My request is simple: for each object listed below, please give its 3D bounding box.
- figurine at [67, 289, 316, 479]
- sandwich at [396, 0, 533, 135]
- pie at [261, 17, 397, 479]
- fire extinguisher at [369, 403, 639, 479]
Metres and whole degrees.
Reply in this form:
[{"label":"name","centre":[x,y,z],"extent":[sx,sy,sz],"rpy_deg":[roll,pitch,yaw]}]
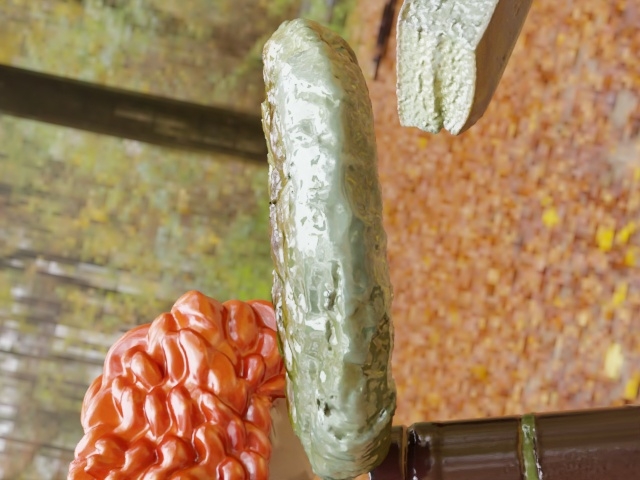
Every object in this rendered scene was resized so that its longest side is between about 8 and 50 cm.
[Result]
[{"label":"figurine","centre":[-0.059,0.252,1.272],"extent":[0.306,0.412,0.241],"rpy_deg":[-34,-6,-28]},{"label":"sandwich","centre":[0.148,-0.228,1.453],"extent":[0.096,0.094,0.258],"rpy_deg":[32,-101,-58]},{"label":"pie","centre":[0.000,0.000,0.994],"extent":[0.306,0.071,0.306],"rpy_deg":[177,90,-84]},{"label":"fire extinguisher","centre":[0.209,0.169,1.048],"extent":[0.141,0.341,0.105],"rpy_deg":[67,-161,-70]}]
